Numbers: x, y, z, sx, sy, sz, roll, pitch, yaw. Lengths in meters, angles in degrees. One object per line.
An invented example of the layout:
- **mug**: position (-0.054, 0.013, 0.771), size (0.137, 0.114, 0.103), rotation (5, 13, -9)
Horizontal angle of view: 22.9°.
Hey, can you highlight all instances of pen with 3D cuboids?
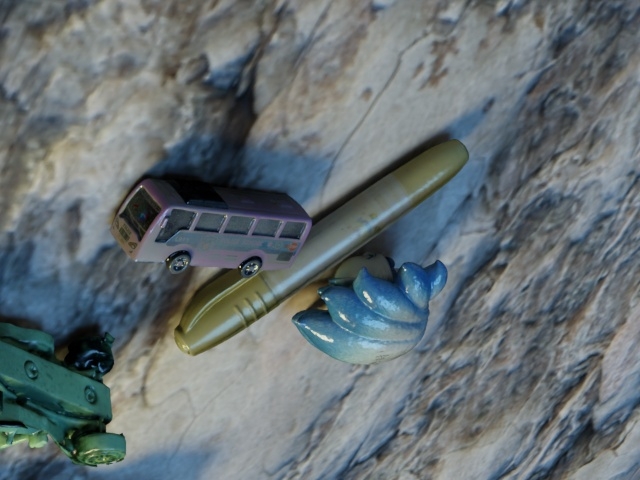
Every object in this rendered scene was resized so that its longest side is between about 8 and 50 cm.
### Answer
- **pen**: position (0.000, 0.000, 1.040), size (0.233, 0.032, 0.040), rotation (-36, 126, -8)

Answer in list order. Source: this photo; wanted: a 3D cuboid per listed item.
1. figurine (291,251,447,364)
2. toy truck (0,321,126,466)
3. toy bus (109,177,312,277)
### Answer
- **figurine**: position (0.026, 0.046, 1.078), size (0.114, 0.079, 0.114), rotation (-11, 170, -2)
- **toy truck**: position (-0.187, 0.088, 0.941), size (0.078, 0.080, 0.154), rotation (-23, 151, 24)
- **toy bus**: position (-0.064, -0.008, 0.966), size (0.130, 0.037, 0.052), rotation (6, 123, -46)
